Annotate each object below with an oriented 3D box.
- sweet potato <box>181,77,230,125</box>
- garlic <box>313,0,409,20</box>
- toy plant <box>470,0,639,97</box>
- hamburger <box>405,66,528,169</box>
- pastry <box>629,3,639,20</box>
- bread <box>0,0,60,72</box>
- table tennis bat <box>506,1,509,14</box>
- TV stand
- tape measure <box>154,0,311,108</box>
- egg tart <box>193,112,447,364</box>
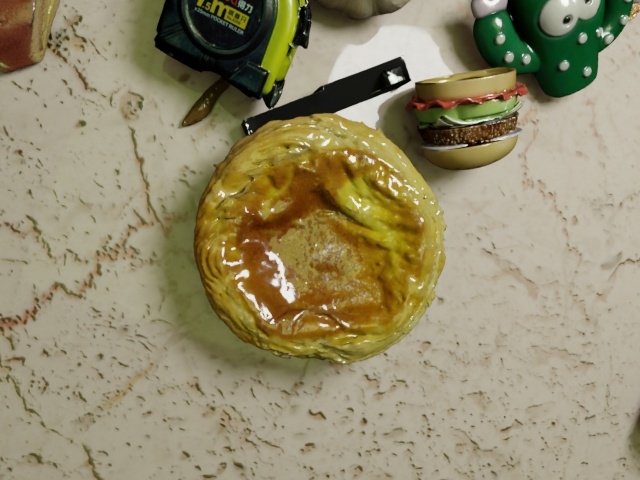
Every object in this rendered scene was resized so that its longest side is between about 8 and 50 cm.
[{"bbox_3d":[-0.158,-0.205,0.765,0.026,0.026,0.115,40,83,-11],"label":"sweet potato"},{"bbox_3d":[0.057,-0.439,0.737,0.218,0.219,0.212,9,53,-12],"label":"garlic"},{"bbox_3d":[0.355,-0.343,0.801,0.243,0.112,0.233,30,107,-24],"label":"toy plant"},{"bbox_3d":[0.216,-0.174,0.777,0.175,0.175,0.137,-15,108,-10],"label":"hamburger"},{"bbox_3d":[0.445,-0.421,0.861,0.087,0.063,0.169,-34,96,-6],"label":"pastry"},{"bbox_3d":[-0.413,-0.284,0.684,0.192,0.067,0.119,-24,98,-9],"label":"bread"},{"bbox_3d":[0.276,-0.441,0.849,0.107,0.119,0.170,-17,126,-27],"label":"table tennis bat"},{"bbox_3d":[0.008,-0.207,0.787,0.256,0.049,0.040,-23,99,-10],"label":"TV stand"},{"bbox_3d":[-0.103,-0.297,0.697,0.199,0.112,0.186,27,115,-2],"label":"tape measure"},{"bbox_3d":[0.000,0.000,0.749,0.351,0.150,0.352,0,93,-6],"label":"egg tart"}]
